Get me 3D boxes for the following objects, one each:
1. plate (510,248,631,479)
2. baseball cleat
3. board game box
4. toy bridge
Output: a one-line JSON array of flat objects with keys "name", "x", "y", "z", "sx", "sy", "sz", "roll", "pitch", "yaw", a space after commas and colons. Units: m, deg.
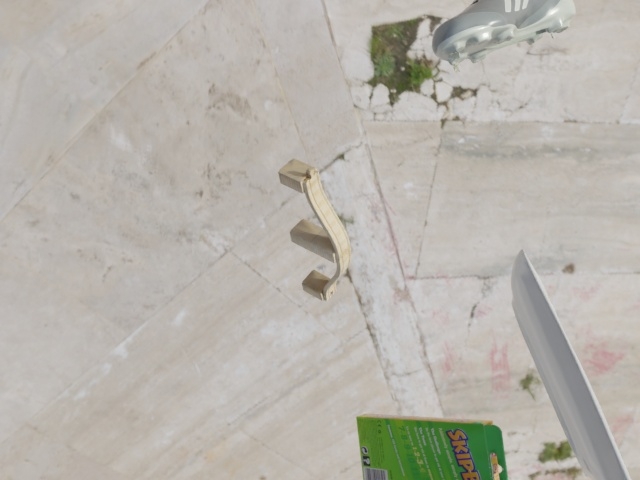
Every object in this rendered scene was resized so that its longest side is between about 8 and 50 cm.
[{"name": "plate", "x": 0.301, "y": 0.175, "z": 0.721, "sx": 0.045, "sy": 0.278, "sz": 0.277, "roll": -25, "pitch": 151, "yaw": 17}, {"name": "baseball cleat", "x": 0.168, "y": -0.235, "z": 0.588, "sx": 0.206, "sy": 0.072, "sz": 0.109, "roll": -23, "pitch": 90, "yaw": -37}, {"name": "board game box", "x": 0.170, "y": 0.338, "z": 0.926, "sx": 0.259, "sy": 0.124, "sz": 0.039, "roll": -11, "pitch": 173, "yaw": 43}, {"name": "toy bridge", "x": 0.000, "y": 0.000, "z": 0.609, "sx": 0.026, "sy": 0.063, "sz": 0.188, "roll": -46, "pitch": 147, "yaw": -29}]
